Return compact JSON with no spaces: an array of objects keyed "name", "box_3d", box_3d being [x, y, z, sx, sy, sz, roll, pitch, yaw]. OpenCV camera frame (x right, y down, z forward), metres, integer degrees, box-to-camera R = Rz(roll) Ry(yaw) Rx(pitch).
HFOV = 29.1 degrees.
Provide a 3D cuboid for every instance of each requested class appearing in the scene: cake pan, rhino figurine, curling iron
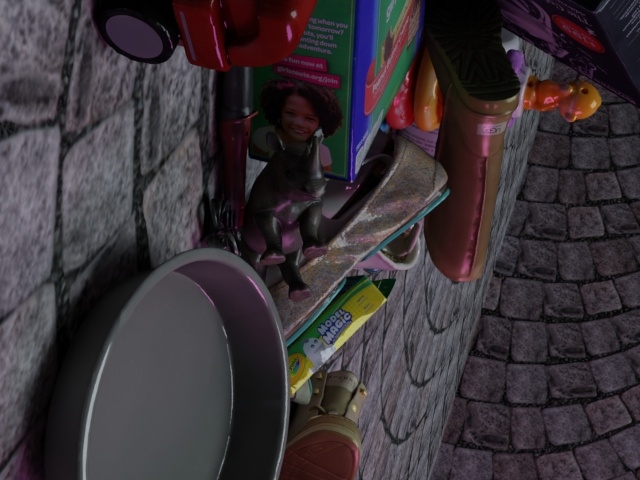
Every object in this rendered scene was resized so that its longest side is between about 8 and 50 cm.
[{"name":"cake pan","box_3d":[-0.119,0.150,1.000,0.293,0.054,0.293,-14,106,-60]},{"name":"rhino figurine","box_3d":[-0.033,-0.028,1.162,0.243,0.073,0.106,112,-29,-58]},{"name":"curling iron","box_3d":[-0.075,-0.102,1.103,0.068,0.035,0.274,-90,-173,-66]}]

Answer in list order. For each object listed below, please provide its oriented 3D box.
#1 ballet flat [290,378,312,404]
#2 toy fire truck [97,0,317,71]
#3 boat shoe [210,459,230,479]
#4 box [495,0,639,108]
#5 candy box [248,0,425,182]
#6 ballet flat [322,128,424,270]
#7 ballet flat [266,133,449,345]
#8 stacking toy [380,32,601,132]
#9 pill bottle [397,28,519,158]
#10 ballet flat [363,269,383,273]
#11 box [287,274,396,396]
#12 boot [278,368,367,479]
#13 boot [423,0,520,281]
[{"name":"ballet flat","box_3d":[-0.047,0.147,1.451,0.052,0.057,0.168,-37,143,-25]},{"name":"toy fire truck","box_3d":[-0.020,-0.218,0.797,0.217,0.246,0.158,80,27,-57]},{"name":"boat shoe","box_3d":[-0.116,0.222,1.143,0.096,0.088,0.267,88,20,-46]},{"name":"box","box_3d":[0.263,-0.340,1.398,0.179,0.343,0.312,-54,151,4]},{"name":"candy box","box_3d":[0.023,-0.265,1.176,0.268,0.122,0.317,-64,161,-45]},{"name":"ballet flat","box_3d":[0.062,-0.061,1.497,0.400,0.139,0.139,66,39,-67]},{"name":"ballet flat","box_3d":[0.000,0.000,1.321,0.316,0.106,0.107,-43,-167,-19]},{"name":"stacking toy","box_3d":[0.209,-0.203,1.584,0.165,0.302,0.175,81,25,-56]},{"name":"pill bottle","box_3d":[0.198,-0.181,1.853,0.160,0.160,0.283,-51,151,-60]},{"name":"ballet flat","box_3d":[0.093,-0.046,1.776,0.070,0.070,0.188,-37,141,-69]},{"name":"box","box_3d":[0.000,0.096,1.342,0.179,0.043,0.105,-42,-171,-16]},{"name":"boot","box_3d":[0.008,0.236,1.548,0.262,0.095,0.203,113,1,-50]},{"name":"boot","box_3d":[0.154,-0.125,1.423,0.269,0.089,0.236,93,-6,-47]}]
